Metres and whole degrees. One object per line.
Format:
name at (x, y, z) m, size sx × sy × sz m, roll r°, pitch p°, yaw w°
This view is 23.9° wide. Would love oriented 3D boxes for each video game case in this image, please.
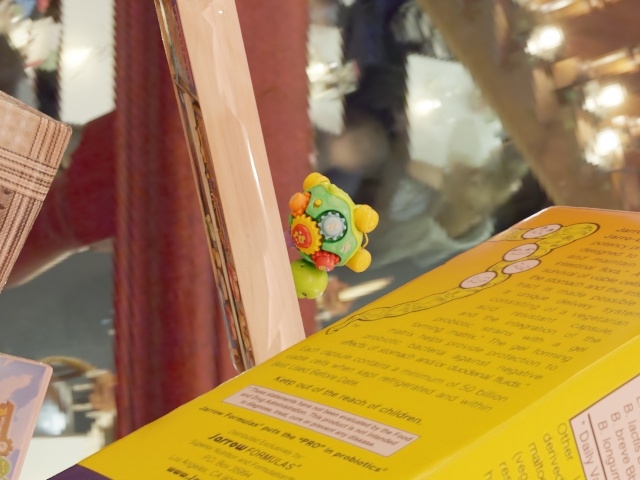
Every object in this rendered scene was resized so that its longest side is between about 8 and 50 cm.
video game case at (-0.395, 0.208, 1.544) m, size 0.193 × 0.023 × 0.212 m, roll 16°, pitch 93°, yaw -29°

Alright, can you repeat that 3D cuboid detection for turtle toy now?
turtle toy at (0.000, 0.000, 1.519) m, size 0.066 × 0.095 × 0.130 m, roll -22°, pitch 134°, yaw -40°

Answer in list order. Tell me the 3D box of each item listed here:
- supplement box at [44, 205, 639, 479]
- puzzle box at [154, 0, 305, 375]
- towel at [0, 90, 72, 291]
supplement box at (0.078, 0.140, 0.744) m, size 0.356 × 0.195 × 0.194 m, roll -26°, pitch 109°, yaw -30°
puzzle box at (-0.084, -0.043, 1.445) m, size 0.052 × 0.272 × 0.409 m, roll -13°, pitch 102°, yaw -9°
towel at (-0.461, -0.049, 1.556) m, size 0.324 × 0.056 × 0.312 m, roll 26°, pitch 95°, yaw -14°
